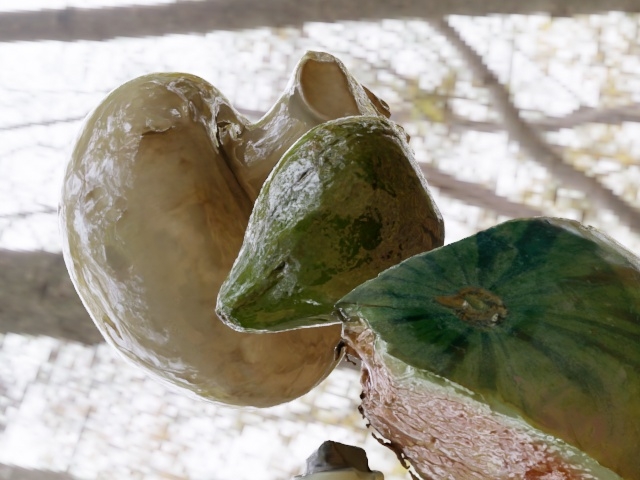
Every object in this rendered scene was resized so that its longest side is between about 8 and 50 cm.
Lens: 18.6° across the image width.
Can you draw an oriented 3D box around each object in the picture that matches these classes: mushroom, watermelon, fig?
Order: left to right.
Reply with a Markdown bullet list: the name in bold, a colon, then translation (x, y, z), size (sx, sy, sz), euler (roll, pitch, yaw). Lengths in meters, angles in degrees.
- **mushroom**: translation (-0.057, -0.015, 1.596), size (0.290, 0.297, 0.297), euler (-30, -53, 15)
- **fig**: translation (0.000, 0.000, 1.228), size (0.156, 0.123, 0.123), euler (-30, -58, 3)
- **watermelon**: translation (0.128, 0.060, 0.856), size (0.231, 0.128, 0.146), euler (49, -125, -34)

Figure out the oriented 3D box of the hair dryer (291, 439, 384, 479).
- **hair dryer**: translation (0.003, 0.191, 0.727), size (0.073, 0.131, 0.236), euler (-7, -88, -42)
